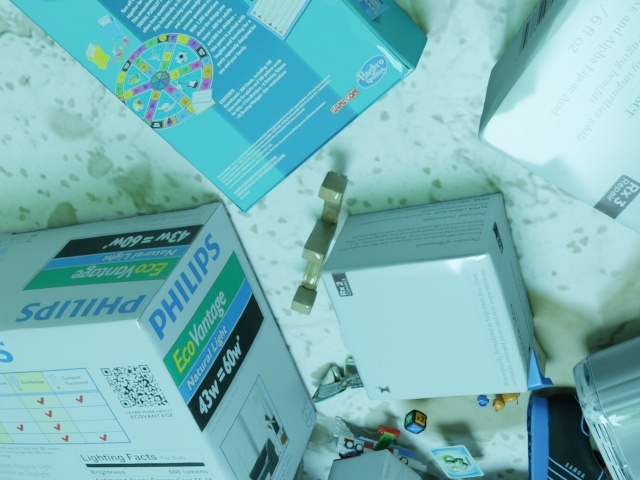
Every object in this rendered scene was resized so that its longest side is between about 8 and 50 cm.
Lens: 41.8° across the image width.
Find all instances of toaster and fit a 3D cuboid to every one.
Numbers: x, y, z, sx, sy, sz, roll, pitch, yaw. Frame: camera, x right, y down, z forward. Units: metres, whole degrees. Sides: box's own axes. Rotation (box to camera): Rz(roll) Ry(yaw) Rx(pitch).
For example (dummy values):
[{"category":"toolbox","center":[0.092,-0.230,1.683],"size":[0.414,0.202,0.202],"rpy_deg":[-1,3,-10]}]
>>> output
[{"category":"toaster","center":[0.366,0.185,0.886],"size":[0.146,0.129,0.227],"rpy_deg":[-23,111,18]}]

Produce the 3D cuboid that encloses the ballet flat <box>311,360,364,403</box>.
[{"category":"ballet flat","center":[0.032,0.176,1.072],"size":[0.114,0.041,0.041],"rpy_deg":[-23,115,31]}]

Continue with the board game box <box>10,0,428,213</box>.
[{"category":"board game box","center":[-0.107,-0.219,0.792],"size":[0.336,0.079,0.254],"rpy_deg":[43,127,-14]}]

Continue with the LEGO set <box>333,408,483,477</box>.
[{"category":"LEGO set","center":[0.133,0.298,1.130],"size":[0.182,0.060,0.244],"rpy_deg":[-13,132,26]}]

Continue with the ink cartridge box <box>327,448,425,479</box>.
[{"category":"ink cartridge box","center":[0.088,0.338,1.104],"size":[0.099,0.056,0.135],"rpy_deg":[-23,126,39]}]

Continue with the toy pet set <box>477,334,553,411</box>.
[{"category":"toy pet set","center":[0.209,0.163,0.978],"size":[0.114,0.065,0.122],"rpy_deg":[-19,118,29]}]

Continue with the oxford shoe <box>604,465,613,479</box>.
[{"category":"oxford shoe","center":[0.333,0.354,1.072],"size":[0.348,0.123,0.130],"rpy_deg":[-15,162,17]}]

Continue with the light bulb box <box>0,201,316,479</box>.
[{"category":"light bulb box","center":[-0.245,0.175,1.038],"size":[0.358,0.225,0.361],"rpy_deg":[-6,122,23]}]

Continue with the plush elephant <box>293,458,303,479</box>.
[{"category":"plush elephant","center":[-0.070,0.414,1.151],"size":[0.272,0.330,0.255],"rpy_deg":[4,109,25]}]

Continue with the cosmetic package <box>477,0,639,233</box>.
[{"category":"cosmetic package","center":[0.348,-0.097,0.679],"size":[0.385,0.156,0.217],"rpy_deg":[29,127,-2]}]

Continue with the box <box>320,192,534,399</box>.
[{"category":"box","center":[0.120,0.064,0.896],"size":[0.182,0.119,0.181],"rpy_deg":[-8,121,24]}]

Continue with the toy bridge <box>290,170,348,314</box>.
[{"category":"toy bridge","center":[0.000,0.000,0.928],"size":[0.026,0.063,0.188],"rpy_deg":[19,131,5]}]

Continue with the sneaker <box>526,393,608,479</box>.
[{"category":"sneaker","center":[0.290,0.298,0.982],"size":[0.090,0.081,0.232],"rpy_deg":[0,87,9]}]
